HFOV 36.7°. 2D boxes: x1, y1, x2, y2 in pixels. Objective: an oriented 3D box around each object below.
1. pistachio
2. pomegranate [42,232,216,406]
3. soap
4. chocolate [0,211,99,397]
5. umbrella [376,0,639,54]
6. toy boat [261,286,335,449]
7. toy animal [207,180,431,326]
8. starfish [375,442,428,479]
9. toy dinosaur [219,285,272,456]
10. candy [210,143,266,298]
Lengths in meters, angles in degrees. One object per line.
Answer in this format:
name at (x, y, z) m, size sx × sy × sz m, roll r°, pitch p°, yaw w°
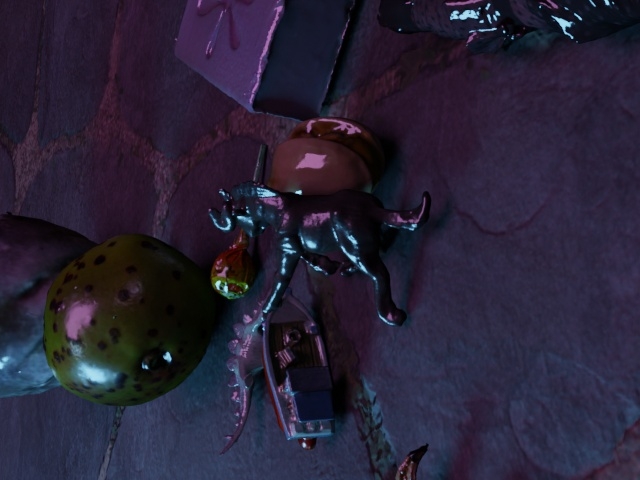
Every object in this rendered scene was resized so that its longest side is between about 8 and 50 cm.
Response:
pistachio at (0.004, -0.072, 1.010) m, size 0.149 × 0.113 × 0.113 m, roll -6°, pitch 78°, yaw 51°
pomegranate at (-0.264, 0.104, 1.286) m, size 0.286 × 0.230 × 0.231 m, roll -173°, pitch 92°, yaw -68°
soap at (-0.055, -0.319, 1.158) m, size 0.285 × 0.107 × 0.296 m, roll 40°, pitch 115°, yaw 56°
chocolate at (-0.416, 0.111, 1.518) m, size 0.303 × 0.212 × 0.303 m, roll -173°, pitch 90°, yaw -85°
umbrella at (0.156, -0.205, 0.812) m, size 0.326 × 0.090 × 0.094 m, roll 10°, pitch 94°, yaw 58°
toy boat at (-0.024, 0.133, 1.030) m, size 0.059 × 0.069 × 0.173 m, roll 119°, pitch 144°, yaw -53°
toy animal at (0.000, 0.000, 0.951) m, size 0.232 × 0.148 × 0.084 m, roll 3°, pitch 43°, yaw 27°
starfish at (0.082, 0.300, 0.843) m, size 0.213 × 0.057 × 0.238 m, roll 16°, pitch 93°, yaw 65°
toy dinosaur at (-0.087, 0.155, 1.149) m, size 0.082 × 0.039 × 0.209 m, roll -8°, pitch 65°, yaw 60°
candy at (-0.093, -0.025, 1.207) m, size 0.060 × 0.060 × 0.201 m, roll -2°, pitch 72°, yaw 57°
